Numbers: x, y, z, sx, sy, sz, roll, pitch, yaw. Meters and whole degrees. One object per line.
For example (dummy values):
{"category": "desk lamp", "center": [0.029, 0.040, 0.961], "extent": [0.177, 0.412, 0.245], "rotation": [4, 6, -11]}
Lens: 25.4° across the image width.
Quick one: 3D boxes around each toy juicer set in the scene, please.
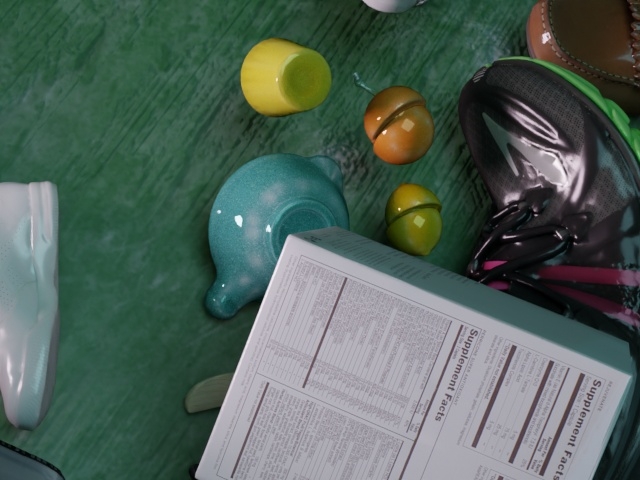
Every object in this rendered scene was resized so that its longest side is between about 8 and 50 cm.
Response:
{"category": "toy juicer set", "center": [0.000, 0.000, 1.259], "extent": [0.209, 0.089, 0.329], "rotation": [12, 92, -27]}

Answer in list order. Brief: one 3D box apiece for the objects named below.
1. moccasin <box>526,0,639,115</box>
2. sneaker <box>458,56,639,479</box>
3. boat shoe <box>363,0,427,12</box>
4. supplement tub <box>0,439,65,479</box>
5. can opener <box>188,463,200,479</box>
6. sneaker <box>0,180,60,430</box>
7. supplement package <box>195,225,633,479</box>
{"category": "moccasin", "center": [0.387, -0.190, 1.440], "extent": [0.380, 0.147, 0.139], "rotation": [12, 67, -17]}
{"category": "sneaker", "center": [0.204, 0.053, 1.259], "extent": [0.202, 0.185, 0.482], "rotation": [-4, 71, -27]}
{"category": "boat shoe", "center": [0.105, -0.307, 1.387], "extent": [0.136, 0.156, 0.367], "rotation": [30, 34, -4]}
{"category": "supplement tub", "center": [-0.354, 0.185, 0.984], "extent": [0.316, 0.193, 0.193], "rotation": [26, 64, -10]}
{"category": "can opener", "center": [-0.032, 0.236, 1.178], "extent": [0.186, 0.073, 0.059], "rotation": [19, 104, -11]}
{"category": "sneaker", "center": [-0.258, 0.052, 1.148], "extent": [0.094, 0.080, 0.212], "rotation": [0, 64, -9]}
{"category": "supplement package", "center": [0.079, 0.129, 1.090], "extent": [0.263, 0.199, 0.198], "rotation": [22, 97, 10]}
